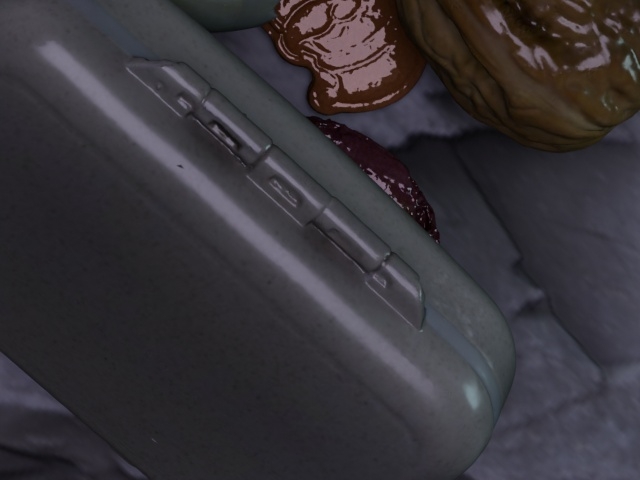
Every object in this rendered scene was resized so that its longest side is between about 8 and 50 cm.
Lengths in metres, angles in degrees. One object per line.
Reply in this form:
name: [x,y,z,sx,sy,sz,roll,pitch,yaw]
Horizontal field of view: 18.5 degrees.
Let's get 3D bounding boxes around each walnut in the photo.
walnut: [0.129,-0.143,1.171,0.155,0.155,0.184,-45,95,1]

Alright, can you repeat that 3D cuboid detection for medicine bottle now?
medicine bottle: [-0.081,0.016,1.128,0.375,0.123,0.282,41,136,-10]

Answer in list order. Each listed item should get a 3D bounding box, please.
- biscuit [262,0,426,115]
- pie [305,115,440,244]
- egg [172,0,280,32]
biscuit: [0.014,-0.142,1.226,0.102,0.019,0.130,-26,96,-2]
pie: [0.000,0.000,1.229,0.153,0.038,0.154,-1,98,-4]
egg: [-0.098,-0.219,1.129,0.217,0.183,0.183,26,93,-6]
